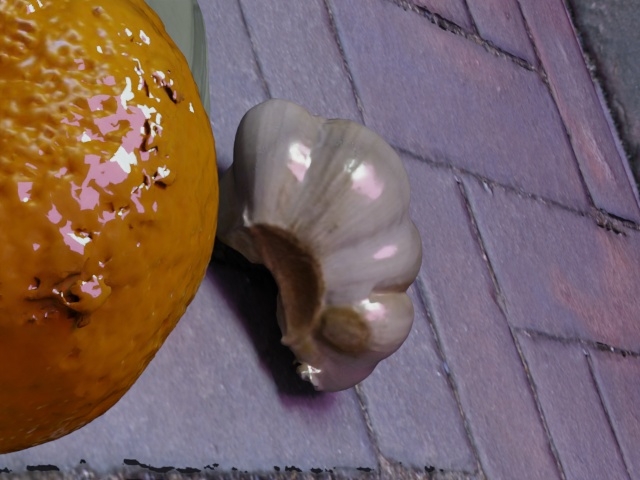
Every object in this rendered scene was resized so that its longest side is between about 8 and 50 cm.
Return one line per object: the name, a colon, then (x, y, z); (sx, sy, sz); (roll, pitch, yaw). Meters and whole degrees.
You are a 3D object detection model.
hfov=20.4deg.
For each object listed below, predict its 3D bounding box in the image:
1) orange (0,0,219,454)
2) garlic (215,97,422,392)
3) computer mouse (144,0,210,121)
orange: (-0.232, -0.023, 1.119); (0.293, 0.341, 0.340); (106, -26, -62)
garlic: (0.011, -0.012, 1.700); (0.281, 0.185, 0.203); (56, 11, -13)
computer mouse: (-0.161, -0.148, 1.442); (0.228, 0.145, 0.429); (68, 3, -47)
